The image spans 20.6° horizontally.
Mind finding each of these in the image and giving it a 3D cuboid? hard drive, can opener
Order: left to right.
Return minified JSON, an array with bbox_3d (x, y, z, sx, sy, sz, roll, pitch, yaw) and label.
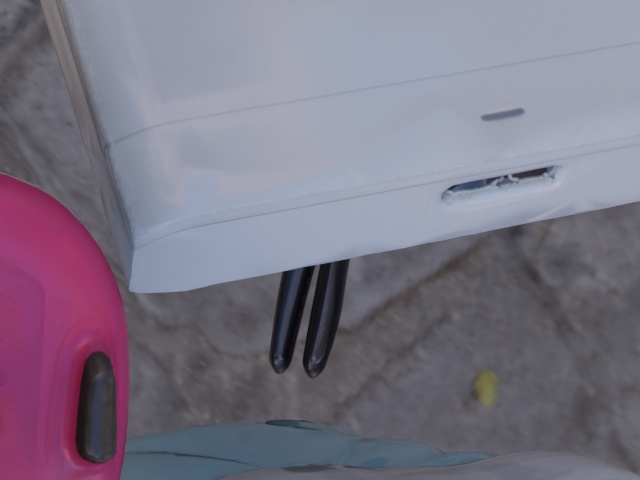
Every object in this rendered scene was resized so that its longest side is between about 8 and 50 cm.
[{"bbox_3d":[0.000,0.000,1.170,0.073,0.059,0.186,26,77,-53],"label":"can opener"},{"bbox_3d":[0.001,-0.138,0.542,0.203,0.307,0.040,-11,150,-17],"label":"hard drive"}]

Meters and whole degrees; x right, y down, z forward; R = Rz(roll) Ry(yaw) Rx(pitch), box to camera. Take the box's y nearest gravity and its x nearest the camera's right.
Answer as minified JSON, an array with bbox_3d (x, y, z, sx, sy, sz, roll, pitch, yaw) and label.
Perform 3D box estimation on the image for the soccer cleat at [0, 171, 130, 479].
[{"bbox_3d":[-0.146,0.137,0.410,0.116,0.143,0.331,23,82,-18],"label":"soccer cleat"}]

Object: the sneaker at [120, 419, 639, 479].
[{"bbox_3d":[0.022,0.125,0.692,0.366,0.150,0.135,22,89,-50],"label":"sneaker"}]
